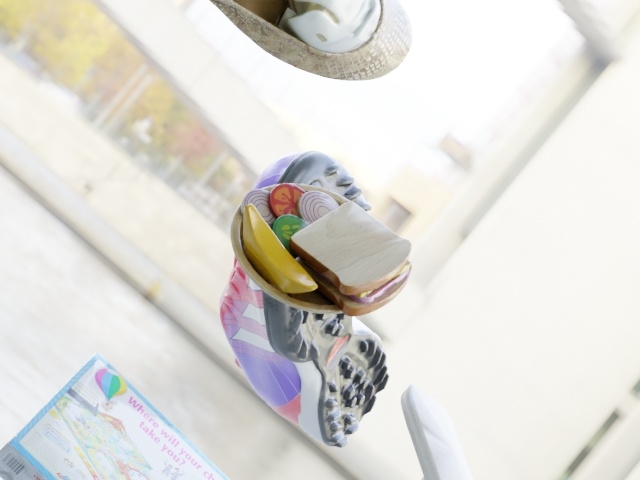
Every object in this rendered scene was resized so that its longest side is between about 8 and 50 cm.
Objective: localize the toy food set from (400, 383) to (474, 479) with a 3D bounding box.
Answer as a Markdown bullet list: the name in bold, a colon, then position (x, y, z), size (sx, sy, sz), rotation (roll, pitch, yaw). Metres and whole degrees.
- **toy food set**: position (-0.019, 0.237, 0.722), size (0.092, 0.306, 0.219), rotation (22, 31, -31)

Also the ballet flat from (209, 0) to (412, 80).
- **ballet flat**: position (-0.024, -0.141, 0.921), size (0.206, 0.073, 0.067), rotation (25, -2, -28)

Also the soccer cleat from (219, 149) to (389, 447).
- **soccer cleat**: position (-0.028, 0.036, 1.186), size (0.116, 0.108, 0.318), rotation (27, -24, 21)

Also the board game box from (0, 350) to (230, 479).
- **board game box**: position (-0.106, 0.149, 1.005), size (0.154, 0.026, 0.103), rotation (45, 36, -3)

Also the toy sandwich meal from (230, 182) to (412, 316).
- **toy sandwich meal**: position (0.000, 0.000, 0.786), size (0.085, 0.085, 0.029), rotation (39, -43, 14)
